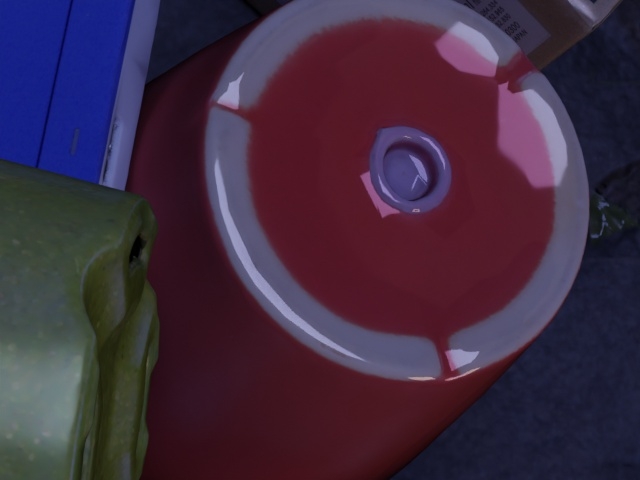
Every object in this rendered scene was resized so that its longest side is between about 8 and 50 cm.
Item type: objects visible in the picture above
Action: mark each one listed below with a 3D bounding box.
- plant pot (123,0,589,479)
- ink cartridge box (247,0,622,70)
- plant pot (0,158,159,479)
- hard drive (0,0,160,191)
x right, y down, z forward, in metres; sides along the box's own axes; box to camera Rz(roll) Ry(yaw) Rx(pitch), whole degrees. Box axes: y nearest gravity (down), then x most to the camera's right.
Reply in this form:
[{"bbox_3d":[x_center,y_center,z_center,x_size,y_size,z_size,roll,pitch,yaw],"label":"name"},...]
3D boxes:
[{"bbox_3d":[0.000,0.000,0.842,0.274,0.243,0.275,6,72,-19],"label":"plant pot"},{"bbox_3d":[0.056,-0.167,0.914,0.193,0.234,0.088,44,65,-3],"label":"ink cartridge box"},{"bbox_3d":[-0.198,0.057,0.608,0.253,0.276,0.276,8,71,1],"label":"plant pot"},{"bbox_3d":[-0.249,-0.048,0.788,0.318,0.040,0.210,4,71,14],"label":"hard drive"}]
